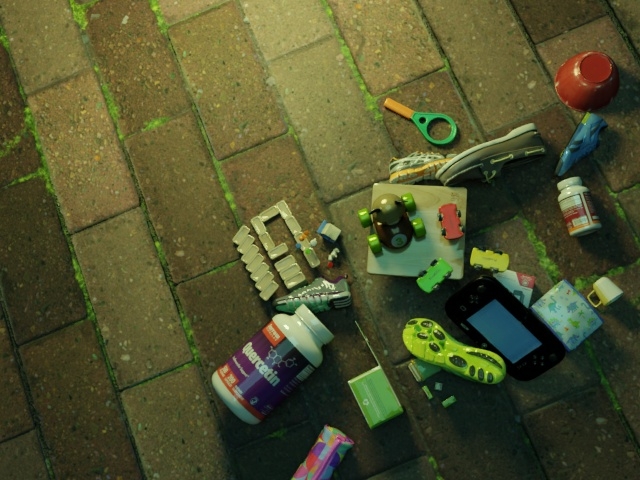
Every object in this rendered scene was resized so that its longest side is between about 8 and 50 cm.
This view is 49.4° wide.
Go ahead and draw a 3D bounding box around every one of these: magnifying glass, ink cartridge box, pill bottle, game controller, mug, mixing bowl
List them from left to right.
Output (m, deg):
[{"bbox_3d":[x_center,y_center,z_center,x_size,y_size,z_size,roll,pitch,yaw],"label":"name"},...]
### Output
[{"bbox_3d":[-0.122,0.323,1.860,0.323,0.181,0.181,-44,76,-4],"label":"pill bottle"},{"bbox_3d":[0.122,0.353,1.821,0.097,0.189,0.255,-29,74,2],"label":"ink cartridge box"},{"bbox_3d":[0.292,-0.354,2.043,0.231,0.026,0.092,31,83,11],"label":"magnifying glass"},{"bbox_3d":[0.476,0.229,1.801,0.319,0.067,0.166,43,111,-6],"label":"game controller"},{"bbox_3d":[0.507,0.161,1.879,0.109,0.063,0.150,15,80,10],"label":"ink cartridge box"},{"bbox_3d":[0.702,-0.092,1.900,0.086,0.086,0.151,-14,76,4],"label":"pill bottle"},{"bbox_3d":[0.765,-0.466,1.970,0.182,0.098,0.181,-2,77,7],"label":"mixing bowl"},{"bbox_3d":[0.757,0.137,1.857,0.078,0.062,0.064,-30,68,-7],"label":"mug"}]

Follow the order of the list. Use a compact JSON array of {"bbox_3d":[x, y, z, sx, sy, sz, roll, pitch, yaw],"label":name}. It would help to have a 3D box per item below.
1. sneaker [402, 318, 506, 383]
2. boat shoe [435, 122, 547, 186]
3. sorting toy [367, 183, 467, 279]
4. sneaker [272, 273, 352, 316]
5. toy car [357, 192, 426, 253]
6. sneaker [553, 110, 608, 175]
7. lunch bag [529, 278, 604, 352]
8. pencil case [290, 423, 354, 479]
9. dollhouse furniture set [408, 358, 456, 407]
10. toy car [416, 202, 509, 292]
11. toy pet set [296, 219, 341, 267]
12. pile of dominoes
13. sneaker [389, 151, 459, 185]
[{"bbox_3d":[0.347,0.307,1.842,0.296,0.123,0.109,26,75,27],"label":"sneaker"},{"bbox_3d":[0.478,-0.219,1.933,0.325,0.116,0.096,-24,77,-12],"label":"boat shoe"},{"bbox_3d":[0.268,-0.019,1.936,0.257,0.089,0.255,4,78,7],"label":"sorting toy"},{"bbox_3d":[-0.025,0.151,1.954,0.224,0.083,0.098,-7,54,3],"label":"sneaker"},{"bbox_3d":[0.183,-0.062,1.811,0.155,0.188,0.148,-20,76,3],"label":"toy car"},{"bbox_3d":[0.730,-0.260,1.944,0.082,0.069,0.209,32,83,9],"label":"sneaker"},{"bbox_3d":[0.647,0.202,1.837,0.129,0.096,0.151,-41,66,-3],"label":"lunch bag"},{"bbox_3d":[-0.008,0.605,1.827,0.104,0.104,0.236,29,82,12],"label":"pencil case"},{"bbox_3d":[0.301,0.373,1.859,0.076,0.058,0.151,-31,76,-1],"label":"dollhouse furniture set"},{"bbox_3d":[0.344,0.051,1.838,0.225,0.053,0.239,-43,76,-3],"label":"toy car"},{"bbox_3d":[0.000,0.000,1.976,0.122,0.065,0.114,33,83,-15],"label":"toy pet set"},{"bbox_3d":[-0.129,0.034,2.012,0.196,0.040,0.251,-30,68,0],"label":"pile of dominoes"},{"bbox_3d":[0.296,-0.219,1.984,0.215,0.084,0.083,-12,58,-2],"label":"sneaker"}]
